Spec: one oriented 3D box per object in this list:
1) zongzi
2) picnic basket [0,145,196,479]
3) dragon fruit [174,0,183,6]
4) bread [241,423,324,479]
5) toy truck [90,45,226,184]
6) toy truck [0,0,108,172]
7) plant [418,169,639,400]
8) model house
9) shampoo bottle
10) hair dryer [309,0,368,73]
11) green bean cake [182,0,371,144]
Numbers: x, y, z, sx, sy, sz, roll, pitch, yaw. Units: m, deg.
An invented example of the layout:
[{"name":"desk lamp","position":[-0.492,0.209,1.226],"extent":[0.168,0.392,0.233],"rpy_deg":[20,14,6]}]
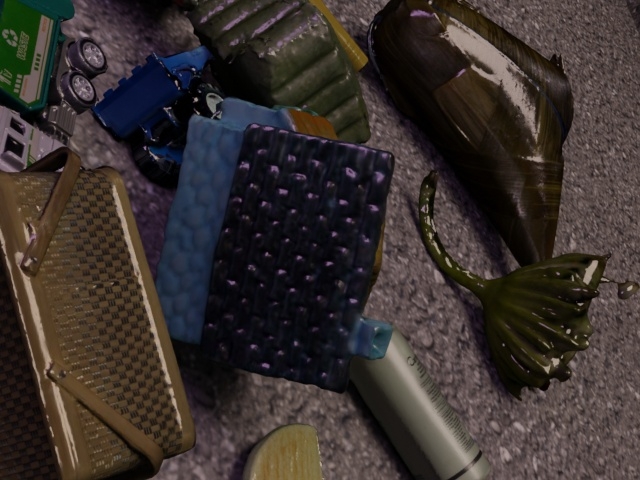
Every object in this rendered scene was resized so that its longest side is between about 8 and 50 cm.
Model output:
[{"name":"zongzi","position":[0.238,-0.167,1.742],"extent":[0.403,0.208,0.432],"rpy_deg":[27,54,-32]},{"name":"picnic basket","position":[-0.222,0.074,0.841],"extent":[0.139,0.165,0.266],"rpy_deg":[-8,80,-55]},{"name":"dragon fruit","position":[-0.209,-0.471,1.305],"extent":[0.263,0.314,0.296],"rpy_deg":[27,12,-3]},{"name":"bread","position":[-0.039,0.273,1.082],"extent":[0.112,0.036,0.192],"rpy_deg":[16,54,-44]},{"name":"toy truck","position":[-0.139,-0.128,1.222],"extent":[0.208,0.113,0.126],"rpy_deg":[43,34,-26]},{"name":"toy truck","position":[-0.283,-0.130,1.015],"extent":[0.124,0.114,0.253],"rpy_deg":[39,38,-38]},{"name":"plant","position":[0.268,0.078,1.639],"extent":[0.333,0.251,0.180],"rpy_deg":[29,0,23]},{"name":"model house","position":[0.000,0.000,1.083],"extent":[0.226,0.241,0.261],"rpy_deg":[9,94,-47]},{"name":"shampoo bottle","position":[0.098,0.186,1.304],"extent":[0.262,0.085,0.085],"rpy_deg":[56,31,-1]},{"name":"hair dryer","position":[-0.023,-0.347,1.621],"extent":[0.278,0.090,0.135],"rpy_deg":[46,32,-29]},{"name":"green bean cake","position":[-0.055,-0.205,1.291],"extent":[0.227,0.125,0.222],"rpy_deg":[42,-13,44]}]
